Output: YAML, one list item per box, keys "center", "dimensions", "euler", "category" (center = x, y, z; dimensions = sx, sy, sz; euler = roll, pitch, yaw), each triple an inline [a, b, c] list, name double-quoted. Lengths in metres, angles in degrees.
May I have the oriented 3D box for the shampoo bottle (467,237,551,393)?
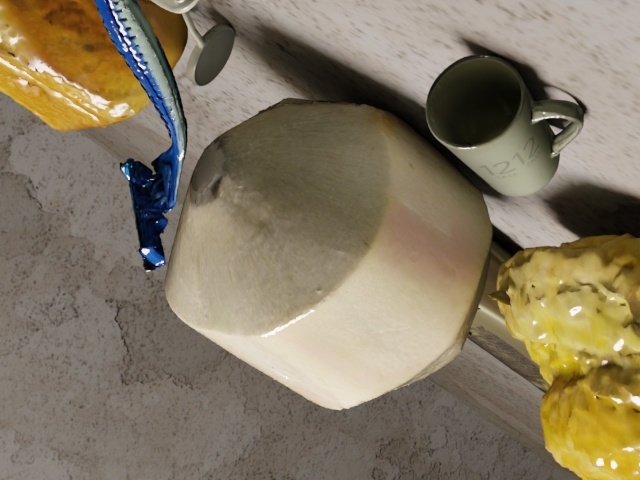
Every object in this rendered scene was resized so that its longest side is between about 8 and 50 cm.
- center: [0.176, 0.071, 1.251]
  dimensions: [0.350, 0.084, 0.125]
  euler: [36, 174, -29]
  category: "shampoo bottle"

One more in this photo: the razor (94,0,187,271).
- center: [-0.124, -0.115, 0.933]
  dimensions: [0.324, 0.056, 0.093]
  euler: [84, 171, -52]
  category: "razor"

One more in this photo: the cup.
- center: [0.106, -0.065, 0.773]
  dimensions: [0.083, 0.075, 0.054]
  euler: [37, -150, -57]
  category: "cup"

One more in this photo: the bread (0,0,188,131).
- center: [-0.246, -0.200, 1.033]
  dimensions: [0.294, 0.132, 0.167]
  euler: [37, 172, -29]
  category: "bread"

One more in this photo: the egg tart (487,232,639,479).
- center: [0.273, 0.120, 0.879]
  dimensions: [0.351, 0.153, 0.339]
  euler: [34, 171, -16]
  category: "egg tart"

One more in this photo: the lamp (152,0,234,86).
- center: [-0.081, -0.149, 0.981]
  dimensions: [0.056, 0.050, 0.198]
  euler: [32, 173, 14]
  category: "lamp"

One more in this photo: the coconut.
- center: [0.002, 0.002, 1.017]
  dimensions: [0.241, 0.241, 0.241]
  euler: [32, 174, 4]
  category: "coconut"
